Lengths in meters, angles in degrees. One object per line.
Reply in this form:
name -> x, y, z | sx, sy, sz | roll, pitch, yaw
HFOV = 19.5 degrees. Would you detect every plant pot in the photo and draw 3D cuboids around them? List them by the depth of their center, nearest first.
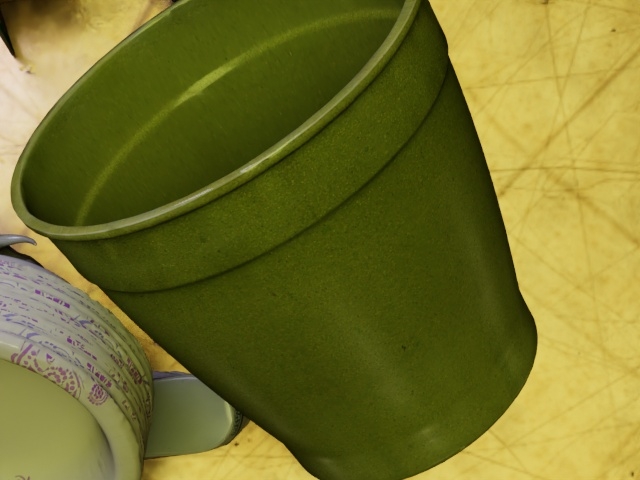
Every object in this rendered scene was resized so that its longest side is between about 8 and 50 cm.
plant pot -> 0.000, 0.000, 1.515 | 0.366, 0.366, 0.353 | -36, 118, -5

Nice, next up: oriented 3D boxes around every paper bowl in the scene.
paper bowl -> -0.276, 0.122, 1.504 | 0.284, 0.284, 0.148 | 7, 44, -1

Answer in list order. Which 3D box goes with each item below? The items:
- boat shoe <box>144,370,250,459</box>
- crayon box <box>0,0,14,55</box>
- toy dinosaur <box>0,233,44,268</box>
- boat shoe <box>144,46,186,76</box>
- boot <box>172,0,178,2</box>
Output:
boat shoe -> -0.185, 0.160, 1.640 | 0.258, 0.084, 0.095 | 1, 87, 16
crayon box -> -0.289, -0.339, 1.631 | 0.081, 0.202, 0.319 | -14, 86, -3
toy dinosaur -> -0.396, 0.027, 1.610 | 0.313, 0.160, 0.121 | -17, 84, -4
boat shoe -> -0.053, -0.179, 1.673 | 0.301, 0.108, 0.102 | -33, 118, -8
boot -> -0.089, -0.428, 1.681 | 0.284, 0.138, 0.377 | -21, 80, -3
